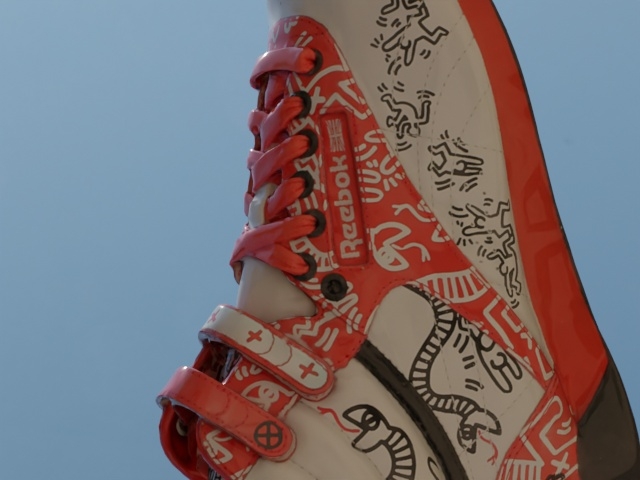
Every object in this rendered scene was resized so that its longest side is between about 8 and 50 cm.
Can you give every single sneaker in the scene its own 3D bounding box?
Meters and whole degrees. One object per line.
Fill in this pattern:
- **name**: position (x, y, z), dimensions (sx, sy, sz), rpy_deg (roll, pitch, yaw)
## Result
- **sneaker**: position (0.001, 0.001, 0.535), dimensions (0.145, 0.090, 0.270), rpy_deg (-25, -82, -21)
